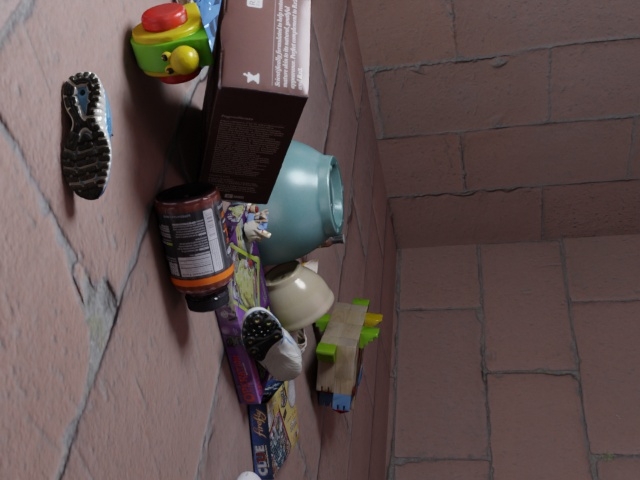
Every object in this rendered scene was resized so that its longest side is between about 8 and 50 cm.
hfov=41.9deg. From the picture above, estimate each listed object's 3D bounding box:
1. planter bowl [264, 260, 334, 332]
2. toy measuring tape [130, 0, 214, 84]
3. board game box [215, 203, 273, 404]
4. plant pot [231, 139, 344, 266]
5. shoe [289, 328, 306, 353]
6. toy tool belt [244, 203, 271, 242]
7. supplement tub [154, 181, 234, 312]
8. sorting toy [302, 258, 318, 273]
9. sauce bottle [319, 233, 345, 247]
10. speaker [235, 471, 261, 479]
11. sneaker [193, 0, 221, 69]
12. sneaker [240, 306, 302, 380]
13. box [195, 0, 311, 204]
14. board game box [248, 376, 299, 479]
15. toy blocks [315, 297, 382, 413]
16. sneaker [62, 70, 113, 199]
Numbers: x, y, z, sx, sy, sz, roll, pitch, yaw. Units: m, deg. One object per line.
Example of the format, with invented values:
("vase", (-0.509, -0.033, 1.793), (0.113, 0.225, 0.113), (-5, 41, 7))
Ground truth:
("planter bowl", (-0.065, 0.113, 1.839), (0.109, 0.162, 0.162), (62, 21, -22))
("toy measuring tape", (-0.242, -0.329, 1.314), (0.330, 0.122, 0.121), (-114, -170, -55))
("board game box", (-0.151, 0.126, 1.659), (0.208, 0.056, 0.346), (-81, 163, -61))
("plant pot", (-0.056, -0.090, 1.809), (0.293, 0.196, 0.292), (-3, 90, -78))
("shoe", (-0.064, 0.230, 2.000), (0.076, 0.058, 0.218), (-71, 155, -61))
("toy tool belt", (-0.118, -0.036, 1.639), (0.052, 0.051, 0.083), (70, 19, -52))
("supplement tub", (-0.196, 0.013, 1.336), (0.106, 0.106, 0.197), (-67, 152, -65))
("sorting toy", (-0.027, 0.105, 2.269), (0.075, 0.045, 0.083), (83, 9, -50))
("sauce bottle", (0.000, 0.000, 2.210), (0.042, 0.128, 0.042), (-4, 90, -80))
("speaker", (-0.148, 0.480, 1.535), (0.136, 0.055, 0.055), (-47, 132, -74))
("sneaker", (-0.214, -0.391, 1.510), (0.082, 0.069, 0.209), (37, 51, -31))
("sneaker", (-0.101, 0.191, 1.613), (0.086, 0.085, 0.237), (62, -1, 38))
("box", (-0.118, -0.223, 1.364), (0.381, 0.143, 0.191), (118, -25, -66))
("board game box", (-0.099, 0.397, 1.826), (0.243, 0.042, 0.164), (-30, 116, -77))
("toy blocks", (0.060, 0.350, 2.351), (0.381, 0.191, 0.260), (-60, 156, -70))
("sneaker", (-0.284, -0.129, 1.065), (0.073, 0.064, 0.162), (44, 44, -77))
